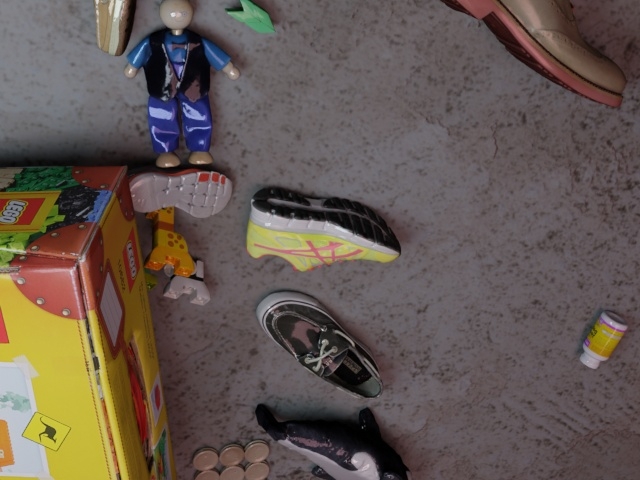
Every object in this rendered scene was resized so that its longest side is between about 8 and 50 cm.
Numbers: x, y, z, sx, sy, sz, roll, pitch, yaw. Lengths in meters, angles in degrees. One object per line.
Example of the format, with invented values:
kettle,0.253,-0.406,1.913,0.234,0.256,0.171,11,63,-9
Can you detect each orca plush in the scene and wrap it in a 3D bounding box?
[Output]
orca plush,0.035,0.288,1.462,0.287,0.102,0.151,28,153,-19

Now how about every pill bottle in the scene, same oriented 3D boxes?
pill bottle,0.421,0.150,1.514,0.043,0.043,0.083,15,113,-25

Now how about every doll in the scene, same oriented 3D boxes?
doll,-0.153,-0.179,1.128,0.129,0.046,0.189,-5,114,-7

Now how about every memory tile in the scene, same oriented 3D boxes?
memory tile,-0.128,0.352,1.467,0.113,0.012,0.148,-6,120,-15

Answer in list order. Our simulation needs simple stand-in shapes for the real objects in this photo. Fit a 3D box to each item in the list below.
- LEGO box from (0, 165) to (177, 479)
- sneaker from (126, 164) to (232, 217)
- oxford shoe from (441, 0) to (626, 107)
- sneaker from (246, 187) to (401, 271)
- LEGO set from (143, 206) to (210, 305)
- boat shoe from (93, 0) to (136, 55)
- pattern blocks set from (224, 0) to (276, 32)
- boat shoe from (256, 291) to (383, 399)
LEGO box,-0.375,0.181,1.114,0.373,0.193,0.500,0,121,4
sneaker,-0.173,-0.068,1.184,0.158,0.065,0.061,4,114,-47
oxford shoe,0.255,-0.274,1.167,0.348,0.123,0.130,30,101,-31
sneaker,0.000,0.000,1.273,0.209,0.081,0.094,13,121,-18
LEGO set,-0.218,-0.004,1.195,0.227,0.093,0.087,17,144,-31
boat shoe,-0.223,-0.287,1.039,0.072,0.068,0.190,6,108,-8
pattern blocks set,-0.034,-0.379,1.057,0.285,0.026,0.324,17,111,-26
boat shoe,0.007,0.143,1.355,0.219,0.070,0.078,36,103,-31
